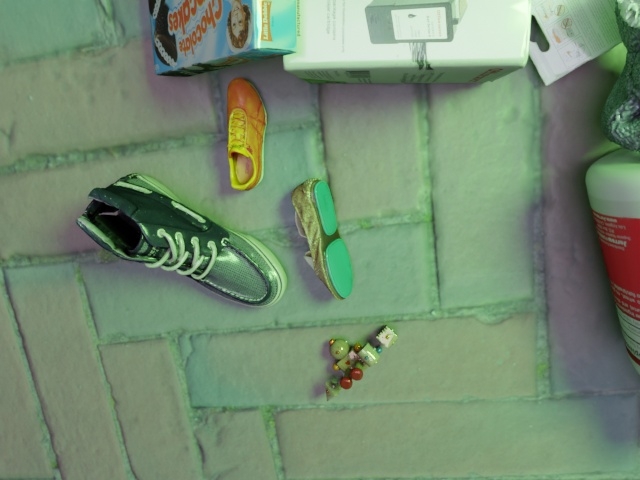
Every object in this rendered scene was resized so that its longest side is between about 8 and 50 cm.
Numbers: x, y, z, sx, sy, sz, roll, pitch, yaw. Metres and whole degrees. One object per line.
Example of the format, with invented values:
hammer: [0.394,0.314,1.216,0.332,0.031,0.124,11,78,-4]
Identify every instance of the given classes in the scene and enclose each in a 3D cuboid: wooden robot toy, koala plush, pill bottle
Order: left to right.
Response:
wooden robot toy: [0.048,0.199,0.793,0.079,0.076,0.173,46,106,6]
koala plush: [0.412,-0.234,0.526,0.203,0.196,0.221,-8,119,51]
pill bottle: [0.520,0.066,0.603,0.229,0.229,0.408,-19,102,13]

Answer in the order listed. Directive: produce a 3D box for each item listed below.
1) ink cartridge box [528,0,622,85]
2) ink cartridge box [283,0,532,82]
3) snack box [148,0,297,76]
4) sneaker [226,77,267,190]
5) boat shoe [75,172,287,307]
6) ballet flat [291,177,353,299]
ink cartridge box: [0.361,-0.324,0.626,0.179,0.045,0.145,-30,99,24]
ink cartridge box: [0.103,-0.268,0.589,0.273,0.198,0.115,2,104,7]
snack box: [-0.141,-0.318,0.579,0.322,0.060,0.187,17,113,51]
sneaker: [-0.118,-0.165,0.719,0.064,0.067,0.175,-2,103,11]
boat shoe: [-0.219,0.021,0.735,0.340,0.158,0.127,31,107,0]
ballet flat: [0.000,0.000,0.755,0.067,0.073,0.206,-5,103,38]
